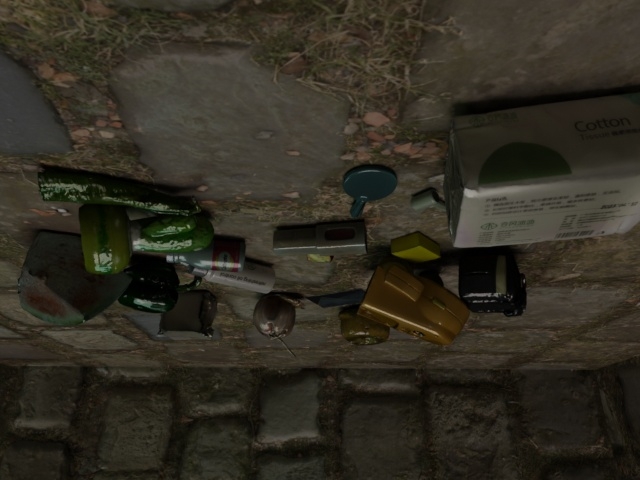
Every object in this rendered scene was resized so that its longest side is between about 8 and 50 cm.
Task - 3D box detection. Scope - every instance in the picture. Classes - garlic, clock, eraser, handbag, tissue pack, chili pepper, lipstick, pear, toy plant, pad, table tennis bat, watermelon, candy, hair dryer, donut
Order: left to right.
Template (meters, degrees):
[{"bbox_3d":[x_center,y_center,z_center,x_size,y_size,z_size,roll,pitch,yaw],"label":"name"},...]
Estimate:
[{"bbox_3d":[-0.744,0.090,1.437,0.387,0.228,0.258,10,130,31],"label":"watermelon"},{"bbox_3d":[-0.449,-0.104,1.128,0.358,0.076,0.085,6,134,-8],"label":"chili pepper"},{"bbox_3d":[-0.427,-0.020,1.246,0.315,0.185,0.224,-6,167,-25],"label":"toy plant"},{"bbox_3d":[-0.517,0.154,1.608,0.261,0.165,0.174,13,141,-30],"label":"chili pepper"},{"bbox_3d":[-0.499,0.290,1.881,0.195,0.185,0.137,-2,151,5],"label":"candy"},{"bbox_3d":[-0.130,0.310,1.912,0.207,0.257,0.207,-41,169,-10],"label":"garlic"},{"bbox_3d":[0.000,0.000,1.354,0.252,0.079,0.077,-3,157,10],"label":"lipstick"},{"bbox_3d":[0.080,0.230,1.955,0.243,0.004,0.163,-13,153,26],"label":"pad"},{"bbox_3d":[0.105,-0.111,1.161,0.124,0.033,0.201,6,153,-9],"label":"table tennis bat"},{"bbox_3d":[0.193,0.362,2.099,0.208,0.128,0.261,-11,155,22],"label":"donut"},{"bbox_3d":[0.289,0.200,1.530,0.317,0.200,0.244,29,169,6],"label":"clock"},{"bbox_3d":[0.277,0.025,1.445,0.097,0.045,0.122,-20,150,38],"label":"eraser"},{"bbox_3d":[0.365,0.150,1.681,0.097,0.092,0.092,37,170,26],"label":"pear"},{"bbox_3d":[0.280,-0.088,1.215,0.124,0.038,0.063,14,155,-43],"label":"hair dryer"},{"bbox_3d":[0.533,0.131,1.522,0.181,0.181,0.254,-2,156,26],"label":"handbag"},{"bbox_3d":[0.424,-0.121,0.937,0.356,0.194,0.266,-5,155,8],"label":"tissue pack"}]

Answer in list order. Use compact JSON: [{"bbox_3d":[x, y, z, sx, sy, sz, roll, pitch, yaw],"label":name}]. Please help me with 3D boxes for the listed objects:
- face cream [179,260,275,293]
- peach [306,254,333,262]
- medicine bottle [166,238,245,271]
[{"bbox_3d":[-0.293,0.093,1.551,0.311,0.092,0.092,18,151,-31],"label":"face cream"},{"bbox_3d":[0.001,0.037,1.465,0.077,0.050,0.083,28,141,-4],"label":"peach"},{"bbox_3d":[-0.327,0.039,1.427,0.216,0.091,0.090,5,155,-11],"label":"medicine bottle"}]
